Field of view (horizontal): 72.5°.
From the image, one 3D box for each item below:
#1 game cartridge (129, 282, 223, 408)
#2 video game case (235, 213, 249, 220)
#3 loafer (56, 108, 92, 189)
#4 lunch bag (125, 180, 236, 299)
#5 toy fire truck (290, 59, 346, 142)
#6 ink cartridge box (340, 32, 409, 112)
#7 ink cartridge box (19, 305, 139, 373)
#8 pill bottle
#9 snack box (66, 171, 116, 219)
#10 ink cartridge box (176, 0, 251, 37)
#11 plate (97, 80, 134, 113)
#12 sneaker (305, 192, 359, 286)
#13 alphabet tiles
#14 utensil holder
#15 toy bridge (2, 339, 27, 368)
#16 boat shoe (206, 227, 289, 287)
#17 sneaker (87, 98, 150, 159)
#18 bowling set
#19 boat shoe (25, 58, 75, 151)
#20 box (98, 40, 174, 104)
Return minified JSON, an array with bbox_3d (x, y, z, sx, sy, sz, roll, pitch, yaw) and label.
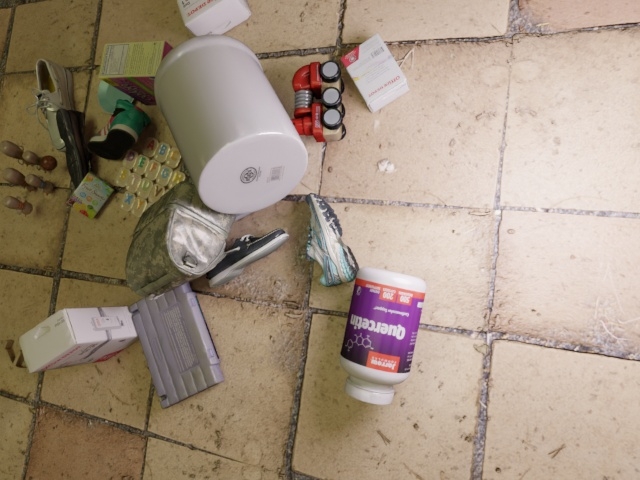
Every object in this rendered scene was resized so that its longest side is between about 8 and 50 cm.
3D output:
[{"bbox_3d":[-0.458,0.321,1.388,0.230,0.068,0.354,-27,75,11],"label":"game cartridge"},{"bbox_3d":[-0.274,-0.171,1.398,0.227,0.026,0.206,-25,76,16],"label":"video game case"},{"bbox_3d":[-0.874,-0.330,1.593,0.109,0.095,0.302,-8,97,43],"label":"loafer"},{"bbox_3d":[-0.416,0.020,1.253,0.305,0.213,0.255,-23,41,40],"label":"lunch bag"},{"bbox_3d":[-0.052,-0.393,1.297,0.247,0.158,0.216,-3,83,9],"label":"toy fire truck"},{"bbox_3d":[0.157,-0.478,1.256,0.128,0.072,0.175,-30,75,14],"label":"ink cartridge box"},{"bbox_3d":[-0.732,0.303,1.365,0.207,0.283,0.117,-31,74,14],"label":"ink cartridge box"},{"bbox_3d":[0.153,0.237,1.113,0.182,0.181,0.322,10,87,20],"label":"pill bottle"},{"bbox_3d":[-0.817,-0.160,1.556,0.100,0.037,0.141,37,97,-20],"label":"snack box"},{"bbox_3d":[-0.380,-0.847,1.468,0.202,0.117,0.277,-24,77,16],"label":"ink cartridge box"},{"bbox_3d":[-0.744,-0.554,1.612,0.189,0.024,0.187,-2,83,20],"label":"plate"},{"bbox_3d":[0.000,0.000,1.237,0.122,0.110,0.282,-26,75,18],"label":"sneaker"},{"bbox_3d":[-0.593,-0.211,1.519,0.284,0.021,0.277,25,92,21],"label":"alphabet tiles"},{"bbox_3d":[-0.250,-0.311,1.209,0.328,0.328,0.385,-34,62,13],"label":"utensil holder"},{"bbox_3d":[-1.121,0.438,1.625,0.188,0.026,0.063,25,93,21],"label":"toy bridge"},{"bbox_3d":[-0.234,0.035,1.312,0.303,0.114,0.091,-31,79,13],"label":"boat shoe"},{"bbox_3d":[-0.700,-0.399,1.528,0.296,0.124,0.178,-7,55,41],"label":"sneaker"},{"bbox_3d":[-1.064,-0.242,1.645,0.200,0.154,0.286,-8,79,0],"label":"bowling set"},{"bbox_3d":[-1.011,-0.516,1.631,0.136,0.156,0.366,-13,79,18],"label":"boat shoe"},{"bbox_3d":[-0.549,-0.543,1.440,0.243,0.214,0.117,7,86,20],"label":"box"}]
